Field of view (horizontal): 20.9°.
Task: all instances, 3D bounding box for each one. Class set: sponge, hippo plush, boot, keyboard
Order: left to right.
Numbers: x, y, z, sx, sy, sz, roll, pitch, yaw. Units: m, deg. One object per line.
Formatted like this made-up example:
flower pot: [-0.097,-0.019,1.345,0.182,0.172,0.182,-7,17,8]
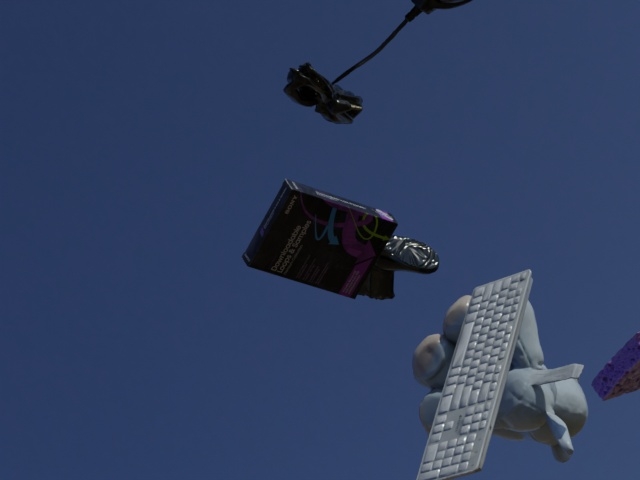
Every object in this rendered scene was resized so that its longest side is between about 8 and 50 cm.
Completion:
boot: [0.090,0.040,2.244,0.099,0.121,0.045,99,-167,-46]
keyboard: [0.148,0.128,1.654,0.072,0.256,0.014,-16,-54,34]
hippo plush: [0.308,0.204,2.600,0.236,0.294,0.234,20,-105,-53]
sponge: [0.422,0.125,2.022,0.210,0.031,0.117,-13,-29,-33]

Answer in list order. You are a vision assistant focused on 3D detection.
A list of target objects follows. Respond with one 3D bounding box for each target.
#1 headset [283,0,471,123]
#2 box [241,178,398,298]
headset: [0.067,-0.303,1.662,0.185,0.243,0.394,19,-92,-60]
box: [0.000,0.000,2.103,0.162,0.029,0.116,18,-68,-30]
